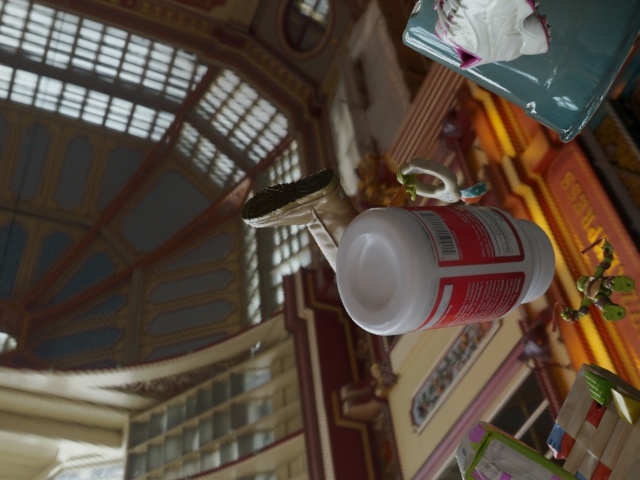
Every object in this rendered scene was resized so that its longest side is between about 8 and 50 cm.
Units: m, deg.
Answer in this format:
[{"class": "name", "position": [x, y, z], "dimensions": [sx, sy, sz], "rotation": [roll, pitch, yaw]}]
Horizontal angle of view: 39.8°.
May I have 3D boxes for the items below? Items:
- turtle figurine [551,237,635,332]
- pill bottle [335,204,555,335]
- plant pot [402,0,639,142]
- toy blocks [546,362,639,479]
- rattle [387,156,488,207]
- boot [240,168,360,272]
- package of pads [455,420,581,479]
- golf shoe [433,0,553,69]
[{"class": "turtle figurine", "position": [0.668, 0.131, 2.132], "dimensions": [0.087, 0.269, 0.217], "rotation": [29, -175, -12]}, {"class": "pill bottle", "position": [0.249, 0.048, 1.667], "dimensions": [0.407, 0.229, 0.229], "rotation": [-2, -136, -38]}, {"class": "plant pot", "position": [0.338, -0.387, 1.498], "dimensions": [0.334, 0.341, 0.341], "rotation": [24, -145, 3]}, {"class": "toy blocks", "position": [0.582, 0.424, 1.782], "dimensions": [0.190, 0.261, 0.381], "rotation": [22, -173, -15]}, {"class": "rattle", "position": [0.252, -0.084, 1.878], "dimensions": [0.199, 0.130, 0.143], "rotation": [28, -132, -18]}, {"class": "boot", "position": [0.000, 0.000, 1.784], "dimensions": [0.269, 0.236, 0.089], "rotation": [55, -145, -33]}, {"class": "package of pads", "position": [0.368, 0.412, 1.438], "dimensions": [0.296, 0.101, 0.229], "rotation": [31, 177, 8]}, {"class": "golf shoe", "position": [0.198, -0.299, 1.099], "dimensions": [0.306, 0.140, 0.115], "rotation": [37, -144, -61]}]
